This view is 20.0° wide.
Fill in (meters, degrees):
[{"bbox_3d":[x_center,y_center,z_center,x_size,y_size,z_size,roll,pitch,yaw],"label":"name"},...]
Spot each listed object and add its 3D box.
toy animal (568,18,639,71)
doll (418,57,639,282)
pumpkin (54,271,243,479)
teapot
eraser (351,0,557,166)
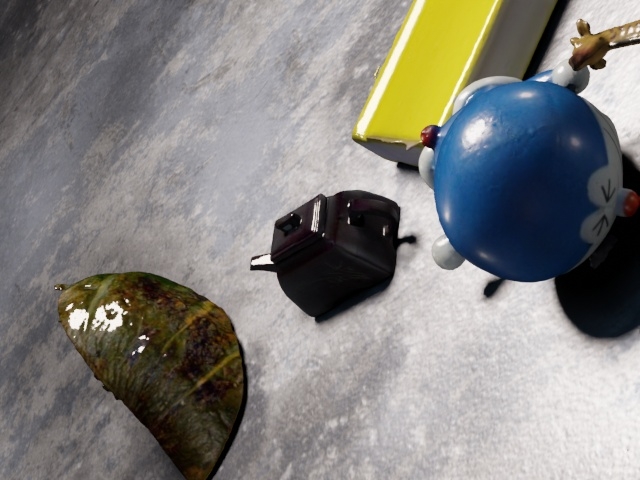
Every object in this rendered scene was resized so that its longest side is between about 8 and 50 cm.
[{"bbox_3d":[0.317,-0.173,1.394,0.149,0.054,0.275,-41,27,-29],"label":"toy animal"},{"bbox_3d":[0.164,-0.054,1.509,0.257,0.161,0.215,-107,38,-72],"label":"doll"},{"bbox_3d":[-0.177,0.104,1.858,0.111,0.163,0.278,-48,33,23],"label":"pumpkin"},{"bbox_3d":[0.000,0.000,1.743,0.177,0.096,0.087,-29,42,42],"label":"teapot"},{"bbox_3d":[0.128,-0.174,1.725,0.158,0.069,0.226,12,74,57],"label":"eraser"}]
